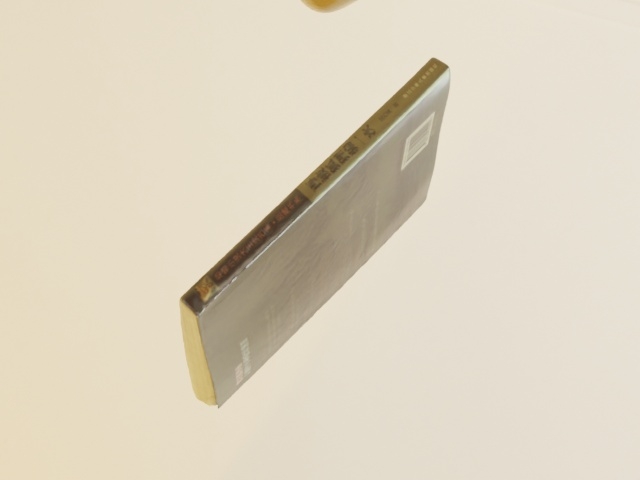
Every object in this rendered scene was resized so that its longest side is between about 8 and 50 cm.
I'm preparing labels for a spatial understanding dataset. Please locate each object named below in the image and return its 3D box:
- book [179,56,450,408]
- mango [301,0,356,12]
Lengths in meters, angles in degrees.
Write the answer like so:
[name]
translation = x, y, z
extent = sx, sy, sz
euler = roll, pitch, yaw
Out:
[book]
translation = 0.000, 0.000, 0.639
extent = 0.228, 0.024, 0.160
euler = -44, -19, -23
[mango]
translation = 0.041, -0.321, 1.023
extent = 0.138, 0.113, 0.253
euler = 48, -36, 5
